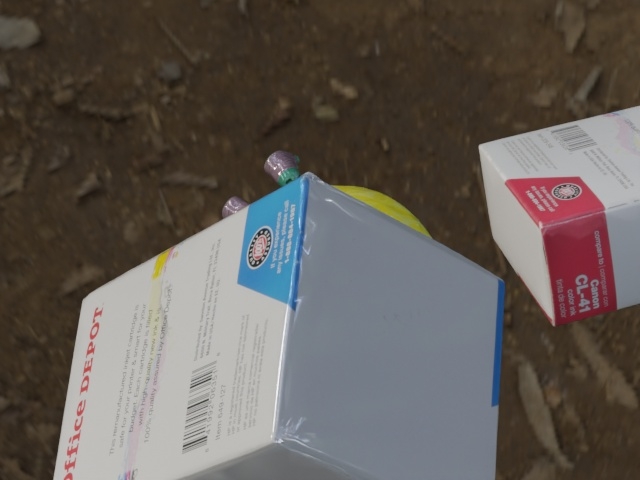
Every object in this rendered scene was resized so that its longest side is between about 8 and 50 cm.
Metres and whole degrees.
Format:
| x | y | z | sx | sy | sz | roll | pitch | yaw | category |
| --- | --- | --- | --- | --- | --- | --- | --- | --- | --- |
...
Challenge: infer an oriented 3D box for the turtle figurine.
| x | y | z | sx | sy | sz | roll | pitch | yaw | category |
| --- | --- | --- | --- | --- | --- | --- | --- | --- | --- |
| 0.000 | 0.000 | 1.812 | 0.175 | 0.118 | 0.234 | -36 | 53 | -18 | turtle figurine |

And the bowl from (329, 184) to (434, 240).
| x | y | z | sx | sy | sz | roll | pitch | yaw | category |
| --- | --- | --- | --- | --- | --- | --- | --- | --- | --- |
| -0.040 | 0.089 | 1.337 | 0.289 | 0.156 | 0.289 | -8 | 78 | 43 | bowl |

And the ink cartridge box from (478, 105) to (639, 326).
| x | y | z | sx | sy | sz | roll | pitch | yaw | category |
| --- | --- | --- | --- | --- | --- | --- | --- | --- | --- |
| 0.348 | -0.045 | 1.717 | 0.306 | 0.131 | 0.226 | -13 | 26 | -5 | ink cartridge box |

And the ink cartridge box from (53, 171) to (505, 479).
| x | y | z | sx | sy | sz | roll | pitch | yaw | category |
| --- | --- | --- | --- | --- | --- | --- | --- | --- | --- |
| -0.029 | 0.101 | 0.997 | 0.168 | 0.233 | 0.171 | 27 | 55 | -32 | ink cartridge box |
